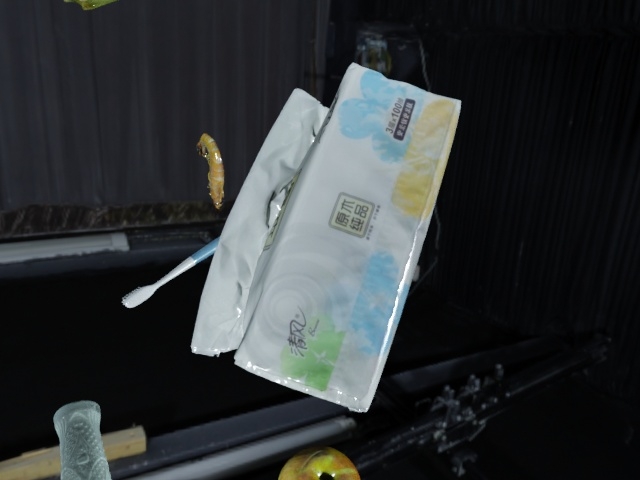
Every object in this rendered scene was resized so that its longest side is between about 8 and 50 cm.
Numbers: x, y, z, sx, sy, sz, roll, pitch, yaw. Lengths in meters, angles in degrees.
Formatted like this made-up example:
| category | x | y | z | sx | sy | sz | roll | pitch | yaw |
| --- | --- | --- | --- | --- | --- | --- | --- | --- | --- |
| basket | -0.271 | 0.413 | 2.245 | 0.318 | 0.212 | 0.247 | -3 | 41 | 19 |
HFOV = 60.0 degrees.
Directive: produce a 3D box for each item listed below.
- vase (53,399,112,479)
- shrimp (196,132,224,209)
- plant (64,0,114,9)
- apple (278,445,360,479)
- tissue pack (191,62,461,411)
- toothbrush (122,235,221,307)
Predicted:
| category | x | y | z | sx | sy | sz | roll | pitch | yaw |
| --- | --- | --- | --- | --- | --- | --- | --- | --- | --- |
| vase | -0.383 | 0.371 | 0.899 | 0.096 | 0.096 | 0.219 | -6 | -134 | -27 |
| shrimp | -0.255 | -0.163 | 1.270 | 0.034 | 0.178 | 0.124 | -22 | -130 | -25 |
| plant | -0.304 | -0.466 | 0.955 | 0.251 | 0.180 | 0.333 | 35 | -156 | 29 |
| apple | -0.007 | 0.725 | 1.590 | 0.246 | 0.226 | 0.246 | 11 | -136 | -11 |
| tissue pack | 0.000 | 0.000 | 0.441 | 0.145 | 0.229 | 0.159 | 20 | 167 | 3 |
| toothbrush | -0.177 | 0.020 | 0.832 | 0.276 | 0.019 | 0.025 | -37 | -158 | -35 |
